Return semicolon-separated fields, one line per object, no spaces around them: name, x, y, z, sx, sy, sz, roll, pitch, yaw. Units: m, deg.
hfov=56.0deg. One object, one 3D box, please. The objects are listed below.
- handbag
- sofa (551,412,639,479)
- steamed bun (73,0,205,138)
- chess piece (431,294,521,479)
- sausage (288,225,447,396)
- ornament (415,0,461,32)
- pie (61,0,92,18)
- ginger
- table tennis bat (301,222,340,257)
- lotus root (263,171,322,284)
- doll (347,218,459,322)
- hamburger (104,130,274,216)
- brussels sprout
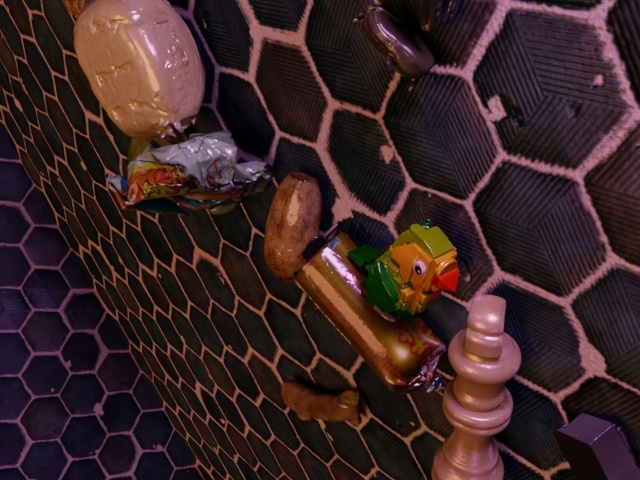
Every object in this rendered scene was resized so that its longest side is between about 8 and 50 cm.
handbag;0.090;-0.237;0.721;0.111;0.072;0.047;43;135;-13
sofa;0.387;0.307;0.813;0.147;0.060;0.085;61;165;-4
steamed bun;-0.311;-0.323;1.108;0.232;0.166;0.273;-12;110;45
chess piece;0.238;0.245;0.904;0.117;0.117;0.397;29;136;37
sausage;0.089;0.134;0.989;0.317;0.125;0.117;49;157;12
ornament;0.060;-0.363;0.648;0.236;0.080;0.202;40;148;26
pie;-0.501;-0.563;1.227;0.179;0.084;0.205;45;144;17
ginger;0.001;0.368;1.364;0.118;0.065;0.299;50;151;-13
table tennis bat;0.000;0.000;1.044;0.007;0.083;0.050;49;-175;28
lotus root;-0.053;-0.015;1.086;0.110;0.097;0.258;39;140;32
doll;0.125;0.041;0.881;0.134;0.106;0.186;65;149;9
hamburger;-0.234;-0.138;1.112;0.261;0.276;0.150;-18;77;50
brussels sprout;-0.340;-0.169;1.296;0.161;0.144;0.180;125;133;-76
